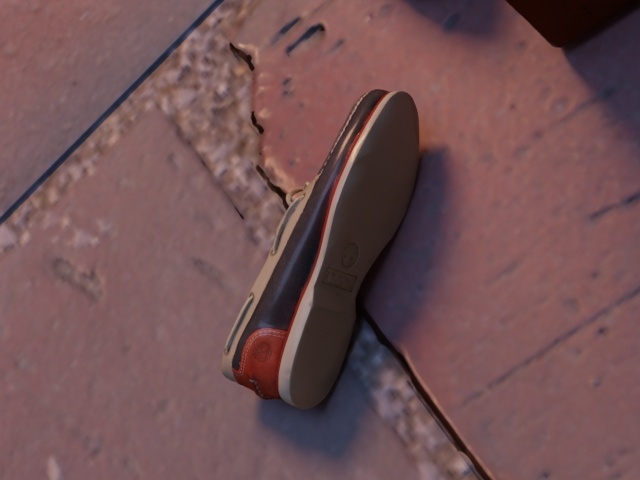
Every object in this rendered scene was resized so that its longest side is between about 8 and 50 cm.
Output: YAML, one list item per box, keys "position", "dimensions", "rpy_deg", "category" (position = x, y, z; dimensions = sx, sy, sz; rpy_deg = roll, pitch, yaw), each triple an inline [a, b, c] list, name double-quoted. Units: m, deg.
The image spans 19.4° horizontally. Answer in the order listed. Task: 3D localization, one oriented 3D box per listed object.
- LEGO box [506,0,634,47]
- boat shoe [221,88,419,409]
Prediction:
- position: [0.191, -0.373, 0.701]
  dimensions: [0.500, 0.193, 0.372]
  rpy_deg: [-32, 57, 18]
  category: "LEGO box"
- position: [0.000, 0.000, 0.762]
  dimensions: [0.043, 0.049, 0.137]
  rpy_deg: [18, 86, 39]
  category: "boat shoe"
